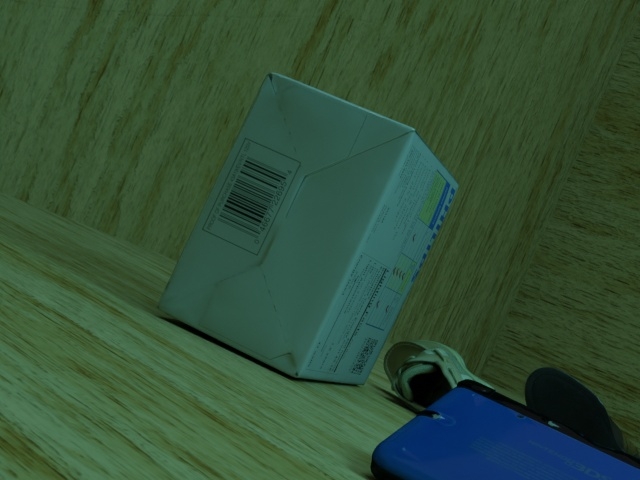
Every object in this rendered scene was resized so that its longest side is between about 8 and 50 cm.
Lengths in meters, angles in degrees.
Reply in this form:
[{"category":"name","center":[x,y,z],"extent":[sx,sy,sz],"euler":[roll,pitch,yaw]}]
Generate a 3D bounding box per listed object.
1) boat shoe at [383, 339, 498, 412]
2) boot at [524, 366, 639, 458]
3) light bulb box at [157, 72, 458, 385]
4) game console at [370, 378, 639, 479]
[{"category":"boat shoe","center":[0.162,0.212,1.861],"extent":[0.098,0.109,0.302],"euler":[25,4,-26]},{"category":"boot","center":[0.379,0.278,1.718],"extent":[0.264,0.096,0.280],"euler":[40,1,6]},{"category":"light bulb box","center":[0.000,0.000,1.730],"extent":[0.225,0.357,0.361],"euler":[25,-1,17]},{"category":"game console","center":[0.215,0.264,1.086],"extent":[0.293,0.173,0.250],"euler":[23,30,30]}]
